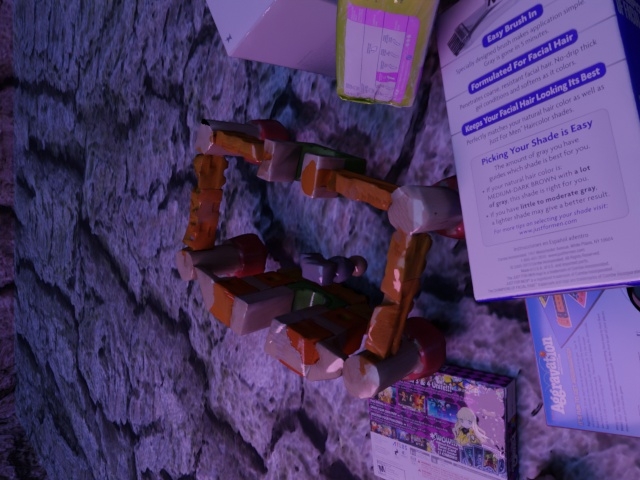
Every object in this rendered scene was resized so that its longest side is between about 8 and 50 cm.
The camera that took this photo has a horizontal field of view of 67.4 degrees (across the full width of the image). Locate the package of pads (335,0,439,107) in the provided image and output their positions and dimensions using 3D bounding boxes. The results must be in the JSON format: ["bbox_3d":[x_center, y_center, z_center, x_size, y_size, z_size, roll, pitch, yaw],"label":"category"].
[{"bbox_3d":[0.085,-0.314,0.497,0.101,0.229,0.297,11,151,6],"label":"package of pads"}]

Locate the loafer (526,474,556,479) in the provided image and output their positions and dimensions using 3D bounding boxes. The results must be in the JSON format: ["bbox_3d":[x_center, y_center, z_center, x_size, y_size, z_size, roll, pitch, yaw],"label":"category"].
[{"bbox_3d":[0.237,0.418,0.599,0.092,0.102,0.269,14,94,18],"label":"loafer"}]

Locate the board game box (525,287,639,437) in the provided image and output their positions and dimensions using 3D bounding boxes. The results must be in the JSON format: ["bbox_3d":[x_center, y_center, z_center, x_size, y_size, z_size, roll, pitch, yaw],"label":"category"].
[{"bbox_3d":[0.321,0.087,0.565,0.145,0.027,0.282,-9,91,41],"label":"board game box"}]

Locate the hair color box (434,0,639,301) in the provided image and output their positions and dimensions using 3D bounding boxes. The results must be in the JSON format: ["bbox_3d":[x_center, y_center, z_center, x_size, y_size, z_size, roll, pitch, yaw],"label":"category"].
[{"bbox_3d":[0.240,-0.115,0.497,0.185,0.110,0.339,-17,76,50],"label":"hair color box"}]

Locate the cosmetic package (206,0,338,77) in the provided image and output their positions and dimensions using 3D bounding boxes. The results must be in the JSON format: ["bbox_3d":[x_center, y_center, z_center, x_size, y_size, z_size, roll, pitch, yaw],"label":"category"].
[{"bbox_3d":[-0.049,-0.380,0.689,0.138,0.224,0.224,-32,77,42],"label":"cosmetic package"}]

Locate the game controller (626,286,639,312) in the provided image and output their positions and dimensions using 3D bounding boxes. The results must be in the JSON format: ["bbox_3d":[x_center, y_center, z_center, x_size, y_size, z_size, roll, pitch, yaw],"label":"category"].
[{"bbox_3d":[0.411,-0.051,0.420,0.166,0.067,0.319,27,111,38],"label":"game controller"}]

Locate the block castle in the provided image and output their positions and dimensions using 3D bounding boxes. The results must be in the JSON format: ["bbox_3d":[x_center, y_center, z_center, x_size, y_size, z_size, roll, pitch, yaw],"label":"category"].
[{"bbox_3d":[0.000,0.000,0.728,0.453,0.212,0.303,24,110,35],"label":"block castle"}]

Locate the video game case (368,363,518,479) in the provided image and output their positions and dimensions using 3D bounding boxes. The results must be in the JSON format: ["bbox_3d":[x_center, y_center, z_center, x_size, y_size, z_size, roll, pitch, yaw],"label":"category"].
[{"bbox_3d":[0.176,0.289,0.724,0.232,0.041,0.210,1,99,42],"label":"video game case"}]
